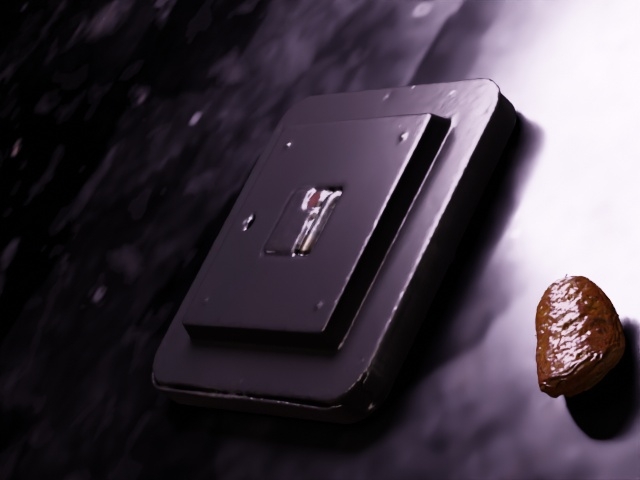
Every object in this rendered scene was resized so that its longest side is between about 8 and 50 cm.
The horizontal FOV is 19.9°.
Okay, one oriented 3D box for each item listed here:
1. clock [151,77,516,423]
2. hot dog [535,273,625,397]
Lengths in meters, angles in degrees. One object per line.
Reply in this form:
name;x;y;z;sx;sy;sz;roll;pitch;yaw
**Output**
clock;0.000;0.000;1.361;0.273;0.049;0.279;-2;56;53
hot dog;0.153;0.061;1.104;0.058;0.035;0.083;-32;36;31
